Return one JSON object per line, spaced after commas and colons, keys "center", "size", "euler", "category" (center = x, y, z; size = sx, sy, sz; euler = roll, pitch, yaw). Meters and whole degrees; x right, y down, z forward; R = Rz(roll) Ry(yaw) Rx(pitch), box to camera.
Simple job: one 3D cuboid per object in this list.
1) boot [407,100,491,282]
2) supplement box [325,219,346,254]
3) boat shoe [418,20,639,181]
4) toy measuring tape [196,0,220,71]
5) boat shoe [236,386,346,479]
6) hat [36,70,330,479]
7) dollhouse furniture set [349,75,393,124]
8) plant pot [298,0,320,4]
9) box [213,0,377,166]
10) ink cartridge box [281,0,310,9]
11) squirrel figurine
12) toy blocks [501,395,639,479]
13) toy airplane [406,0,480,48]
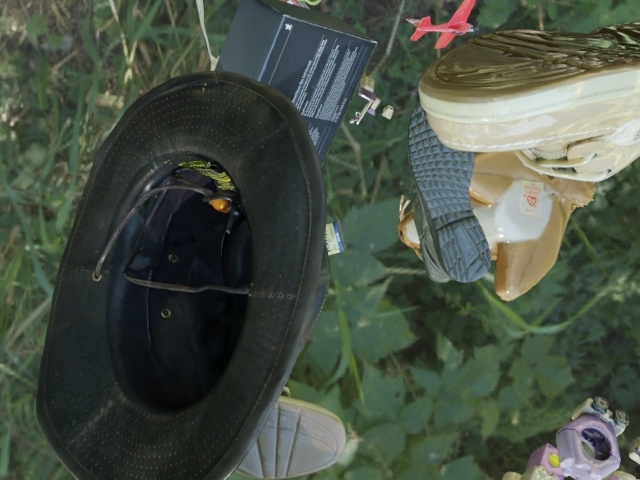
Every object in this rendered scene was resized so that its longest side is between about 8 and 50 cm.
{"center": [0.146, -0.060, 1.136], "size": [0.083, 0.161, 0.247], "euler": [-11, 92, -9], "category": "boot"}
{"center": [0.000, 0.000, 1.600], "size": [0.083, 0.083, 0.056], "euler": [-14, 93, 5], "category": "supplement box"}
{"center": [0.176, -0.083, 0.566], "size": [0.302, 0.109, 0.098], "euler": [-19, 121, -43], "category": "boat shoe"}
{"center": [-0.159, -0.431, 1.413], "size": [0.121, 0.330, 0.121], "euler": [-14, 170, -3], "category": "toy measuring tape"}
{"center": [-0.112, 0.215, 1.039], "size": [0.285, 0.089, 0.105], "euler": [7, 105, -5], "category": "boat shoe"}
{"center": [-0.082, 0.043, 0.676], "size": [0.331, 0.331, 0.134], "euler": [-38, 145, 25], "category": "hat"}
{"center": [0.108, -0.304, 1.953], "size": [0.091, 0.114, 0.081], "euler": [26, 124, -13], "category": "dollhouse furniture set"}
{"center": [-0.047, -0.333, 1.085], "size": [0.079, 0.083, 0.083], "euler": [1, 140, 28], "category": "plant pot"}
{"center": [-0.061, -0.196, 1.227], "size": [0.184, 0.103, 0.261], "euler": [1, 121, -47], "category": "box"}
{"center": [-0.075, -0.432, 1.781], "size": [0.127, 0.176, 0.128], "euler": [-37, 117, 13], "category": "ink cartridge box"}
{"center": [0.359, -0.077, 1.845], "size": [0.397, 0.370, 0.281], "euler": [-34, 99, -22], "category": "squirrel figurine"}
{"center": [0.357, 0.431, 1.135], "size": [0.288, 0.260, 0.309], "euler": [33, 141, 6], "category": "toy blocks"}
{"center": [0.236, -0.408, 1.656], "size": [0.151, 0.028, 0.151], "euler": [-7, 156, -3], "category": "toy airplane"}
